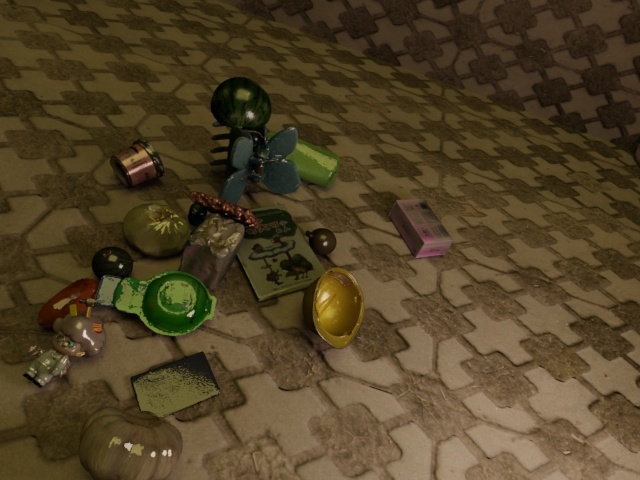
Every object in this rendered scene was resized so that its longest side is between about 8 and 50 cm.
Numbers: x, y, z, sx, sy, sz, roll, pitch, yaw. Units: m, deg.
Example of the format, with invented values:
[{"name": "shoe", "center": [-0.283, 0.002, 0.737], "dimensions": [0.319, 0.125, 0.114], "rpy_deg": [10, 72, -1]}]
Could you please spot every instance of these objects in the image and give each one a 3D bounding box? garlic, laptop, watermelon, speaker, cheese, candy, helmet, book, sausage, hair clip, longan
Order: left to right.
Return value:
[{"name": "sausage", "center": [-0.667, 0.166, 1.204], "dimensions": [0.089, 0.089, 0.179], "rpy_deg": [29, 43, 8]}, {"name": "watermelon", "center": [-0.593, 0.068, 1.304], "dimensions": [0.133, 0.105, 0.105], "rpy_deg": [-5, 46, 5]}, {"name": "garlic", "center": [-0.421, 0.479, 0.956], "dimensions": [0.219, 0.218, 0.211], "rpy_deg": [23, 81, 2]}, {"name": "cheese", "center": [-0.459, 0.166, 1.269], "dimensions": [0.321, 0.083, 0.203], "rpy_deg": [12, 56, -15]}, {"name": "laptop", "center": [-0.374, 0.377, 1.160], "dimensions": [0.197, 0.016, 0.135], "rpy_deg": [-14, 55, -29]}, {"name": "speaker", "center": [-0.414, -0.079, 1.542], "dimensions": [0.060, 0.075, 0.094], "rpy_deg": [-24, 69, -36]}, {"name": "candy", "center": [-0.337, 0.037, 1.382], "dimensions": [0.137, 0.195, 0.184], "rpy_deg": [27, 40, 0]}, {"name": "watermelon", "center": [-0.261, -0.470, 1.504], "dimensions": [0.204, 0.127, 0.232], "rpy_deg": [14, 47, -8]}, {"name": "hair clip", "center": [-0.273, -0.321, 1.664], "dimensions": [0.392, 0.318, 0.238], "rpy_deg": [-22, 56, -33]}, {"name": "book", "center": [-0.167, 0.028, 1.552], "dimensions": [0.261, 0.043, 0.370], "rpy_deg": [-14, 54, -29]}, {"name": "candy", "center": [-0.086, -0.339, 1.869], "dimensions": [0.344, 0.142, 0.131], "rpy_deg": [21, 57, 2]}, {"name": "longan", "center": [0.000, 0.000, 1.595], "dimensions": [0.119, 0.106, 0.106], "rpy_deg": [29, 42, -16]}, {"name": "helmet", "center": [0.016, 0.211, 1.375], "dimensions": [0.205, 0.140, 0.256], "rpy_deg": [43, 50, -23]}]

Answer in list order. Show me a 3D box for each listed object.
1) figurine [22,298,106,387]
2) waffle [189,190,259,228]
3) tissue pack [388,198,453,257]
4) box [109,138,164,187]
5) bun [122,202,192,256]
[{"name": "figurine", "center": [-0.624, 0.259, 1.119], "dimensions": [0.138, 0.111, 0.229], "rpy_deg": [27, 57, 12]}, {"name": "waffle", "center": [-0.303, -0.098, 1.467], "dimensions": [0.221, 0.234, 0.055], "rpy_deg": [19, 81, 21]}, {"name": "tissue pack", "center": [0.396, -0.053, 1.799], "dimensions": [0.149, 0.092, 0.246], "rpy_deg": [-4, 49, -25]}, {"name": "box", "center": [-0.656, -0.267, 1.589], "dimensions": [0.151, 0.151, 0.135], "rpy_deg": [40, 55, 19]}, {"name": "bun", "center": [-0.520, -0.050, 1.437], "dimensions": [0.223, 0.127, 0.222], "rpy_deg": [9, 44, -9]}]
